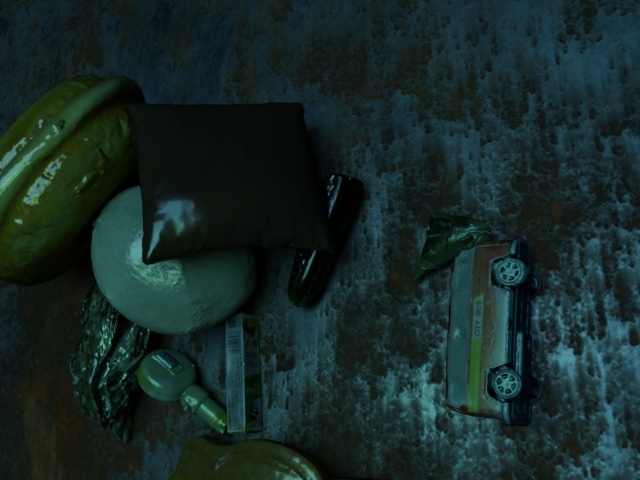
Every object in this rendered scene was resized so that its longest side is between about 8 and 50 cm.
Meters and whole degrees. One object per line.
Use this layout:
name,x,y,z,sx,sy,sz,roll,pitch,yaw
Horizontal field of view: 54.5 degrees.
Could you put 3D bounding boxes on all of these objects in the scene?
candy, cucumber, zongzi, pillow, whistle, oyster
candy,-0.249,0.022,1.069,0.296,0.185,0.295,8,59,-14
cucumber,0.001,0.001,1.070,0.075,0.074,0.241,19,85,27
zongzi,0.209,0.018,0.975,0.109,0.055,0.119,13,82,42
pillow,-0.148,-0.107,1.010,0.308,0.108,0.305,-3,61,-18
whistle,-0.233,0.263,1.092,0.198,0.104,0.057,34,116,16
oyster,-0.384,0.200,1.160,0.158,0.162,0.350,1,82,-15

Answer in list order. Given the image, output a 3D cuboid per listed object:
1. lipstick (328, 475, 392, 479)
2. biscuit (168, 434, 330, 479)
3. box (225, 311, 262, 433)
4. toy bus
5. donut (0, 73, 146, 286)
lipstick,0.038,0.389,0.957,0.146,0.045,0.045,-6,71,23
biscuit,-0.127,0.499,0.961,0.365,0.062,0.384,3,84,29
box,-0.134,0.229,1.078,0.041,0.050,0.207,-13,71,25
toy bus,0.249,0.128,0.901,0.120,0.121,0.264,-3,74,33
donut,-0.465,-0.110,1.140,0.198,0.449,0.448,36,92,-5
